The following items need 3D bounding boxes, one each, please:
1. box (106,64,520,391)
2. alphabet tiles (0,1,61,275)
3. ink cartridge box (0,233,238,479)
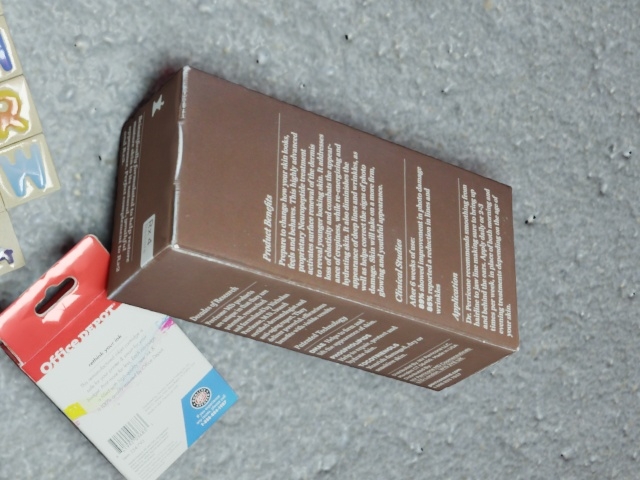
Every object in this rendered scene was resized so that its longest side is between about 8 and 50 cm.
[{"bbox_3d":[0.000,0.000,1.448,0.381,0.143,0.191,20,56,-29],"label":"box"},{"bbox_3d":[-0.393,-0.100,1.345,0.285,0.011,0.342,-23,110,-20],"label":"alphabet tiles"},{"bbox_3d":[-0.203,0.109,1.447,0.134,0.078,0.231,-44,116,-12],"label":"ink cartridge box"}]
